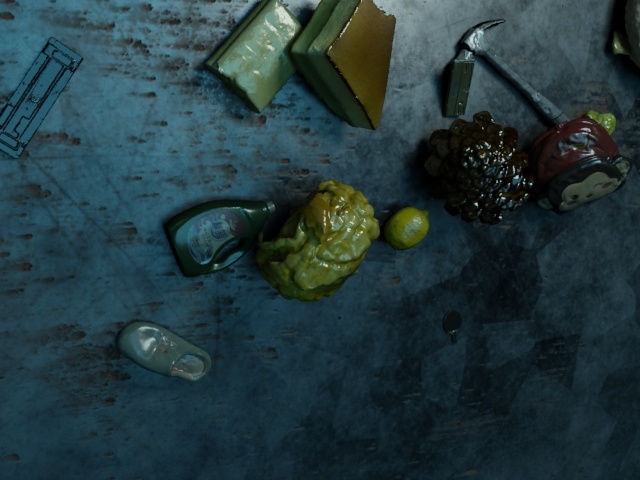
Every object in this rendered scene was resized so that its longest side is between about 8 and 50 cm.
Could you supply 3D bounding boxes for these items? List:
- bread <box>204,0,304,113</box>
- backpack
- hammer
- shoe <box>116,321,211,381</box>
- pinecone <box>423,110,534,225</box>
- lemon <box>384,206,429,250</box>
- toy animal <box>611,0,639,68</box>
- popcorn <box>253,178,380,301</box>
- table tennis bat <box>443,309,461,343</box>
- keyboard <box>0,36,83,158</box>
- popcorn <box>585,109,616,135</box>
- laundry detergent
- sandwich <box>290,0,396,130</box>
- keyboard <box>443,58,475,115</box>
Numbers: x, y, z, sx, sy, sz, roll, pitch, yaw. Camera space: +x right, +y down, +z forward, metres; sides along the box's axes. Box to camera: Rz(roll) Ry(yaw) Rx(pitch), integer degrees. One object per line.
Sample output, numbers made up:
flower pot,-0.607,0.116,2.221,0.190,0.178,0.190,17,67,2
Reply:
bread,-0.104,-0.342,1.211,0.139,0.060,0.178,41,84,-27
backpack,0.576,-0.178,1.501,0.229,0.139,0.229,-1,128,-1
hammer,0.463,-0.327,1.481,0.426,0.044,0.152,34,87,-28
shoe,-0.290,0.221,1.257,0.195,0.078,0.079,30,90,-31
pinecone,0.336,-0.143,1.387,0.201,0.202,0.229,5,80,-48
lemon,0.186,-0.028,1.406,0.110,0.082,0.082,-44,116,-1
toy animal,0.806,-0.527,1.501,0.226,0.188,0.359,-16,108,-26
popcorn,0.000,0.000,1.263,0.250,0.250,0.190,-36,80,-12
table tennis bat,0.314,0.205,1.560,0.050,0.007,0.083,-16,107,-20
keyboard,-0.477,-0.237,1.097,0.061,0.013,0.205,33,88,-26
popcorn,0.666,-0.280,1.572,0.083,0.059,0.068,40,115,-4
laundry detergent,-0.181,-0.017,1.258,0.210,0.063,0.137,-24,115,-20
sandwich,0.068,-0.347,1.248,0.186,0.108,0.220,-60,140,-16
keyboard,0.291,-0.321,1.386,0.049,0.015,0.129,-3,131,-5
